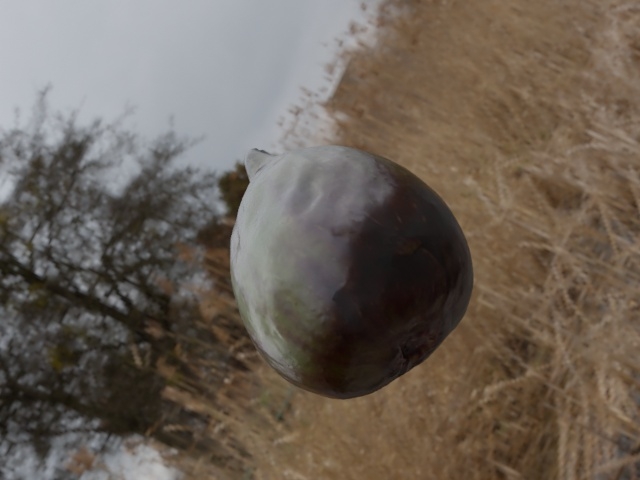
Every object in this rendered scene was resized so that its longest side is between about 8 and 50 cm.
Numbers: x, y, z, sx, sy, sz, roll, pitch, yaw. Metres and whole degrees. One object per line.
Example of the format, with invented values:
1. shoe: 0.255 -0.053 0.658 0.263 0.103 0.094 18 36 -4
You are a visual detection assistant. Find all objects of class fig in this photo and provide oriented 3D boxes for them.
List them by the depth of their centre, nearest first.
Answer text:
1. fig: 0.000 0.000 0.489 0.109 0.155 0.103 -3 -53 -44
